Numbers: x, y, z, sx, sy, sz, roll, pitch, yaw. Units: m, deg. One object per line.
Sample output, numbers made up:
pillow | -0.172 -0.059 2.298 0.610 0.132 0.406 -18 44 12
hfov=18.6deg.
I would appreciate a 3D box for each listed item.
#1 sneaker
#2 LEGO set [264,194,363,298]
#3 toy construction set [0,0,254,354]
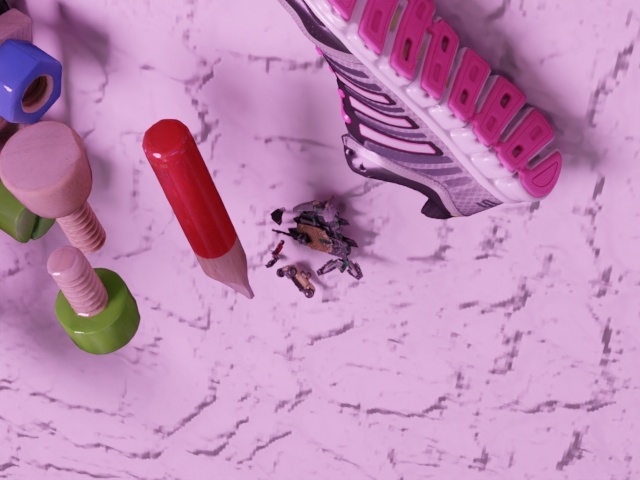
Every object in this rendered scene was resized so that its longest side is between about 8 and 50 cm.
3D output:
sneaker | 0.027 -0.068 0.869 0.170 0.063 0.075 43 133 -19
LEGO set | -0.002 -0.001 0.993 0.054 0.023 0.083 47 151 -13
toy construction set | -0.184 0.015 1.005 0.309 0.257 0.237 5 151 18
